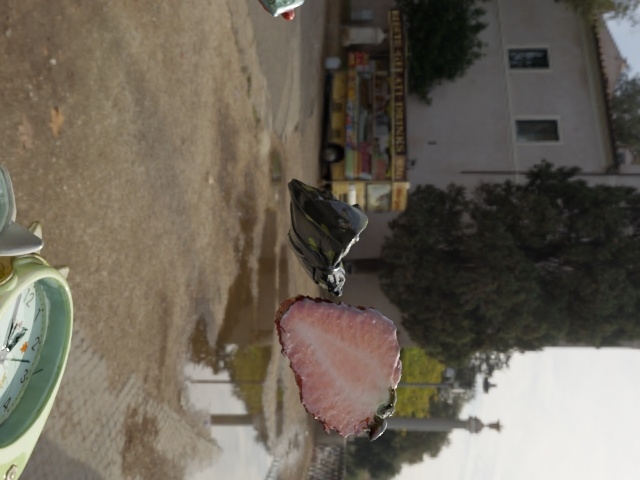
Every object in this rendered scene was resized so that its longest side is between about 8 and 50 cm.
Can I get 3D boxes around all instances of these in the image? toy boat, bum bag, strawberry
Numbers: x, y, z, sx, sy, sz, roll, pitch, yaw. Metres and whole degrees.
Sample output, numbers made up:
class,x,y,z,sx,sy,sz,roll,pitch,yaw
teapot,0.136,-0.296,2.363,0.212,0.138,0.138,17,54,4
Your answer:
class,x,y,z,sx,sy,sz,roll,pitch,yaw
toy boat,-0.083,-0.402,0.955,0.173,0.069,0.059,61,-12,6
bum bag,0.000,0.000,0.784,0.106,0.060,0.232,51,-17,14
strawberry,0.016,0.154,0.904,0.107,0.175,0.236,7,-57,56

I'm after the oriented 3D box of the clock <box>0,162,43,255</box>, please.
class,x,y,z,sx,sy,sz,roll,pitch,yaw
clock,-0.469,-0.038,0.703,0.265,0.324,0.108,-55,166,-48

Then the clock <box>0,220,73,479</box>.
class,x,y,z,sx,sy,sz,roll,pitch,yaw
clock,-0.433,0.150,0.859,0.286,0.117,0.348,95,7,-61
